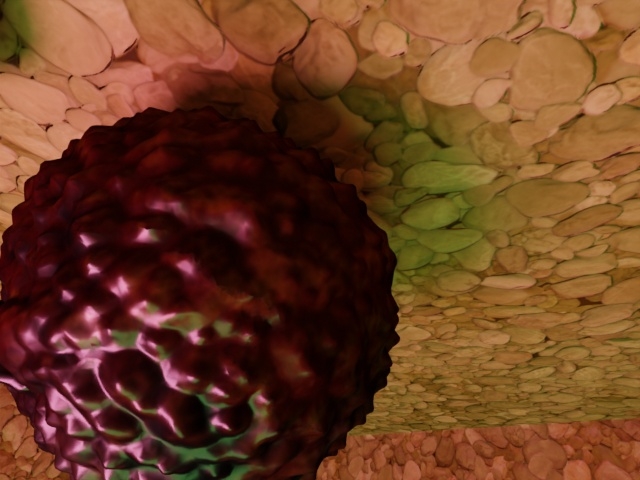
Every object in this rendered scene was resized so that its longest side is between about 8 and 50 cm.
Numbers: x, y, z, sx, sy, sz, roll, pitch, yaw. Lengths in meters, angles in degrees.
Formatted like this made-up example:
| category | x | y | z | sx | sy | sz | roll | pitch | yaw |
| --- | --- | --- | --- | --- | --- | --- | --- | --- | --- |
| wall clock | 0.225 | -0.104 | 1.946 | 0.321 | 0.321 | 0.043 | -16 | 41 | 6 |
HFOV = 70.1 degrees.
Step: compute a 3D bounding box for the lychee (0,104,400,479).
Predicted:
| category | x | y | z | sx | sy | sz | roll | pitch | yaw |
| --- | --- | --- | --- | --- | --- | --- | --- | --- | --- |
| lychee | -0.137 | 0.068 | 0.487 | 0.424 | 0.426 | 0.499 | -26 | 163 | 40 |
